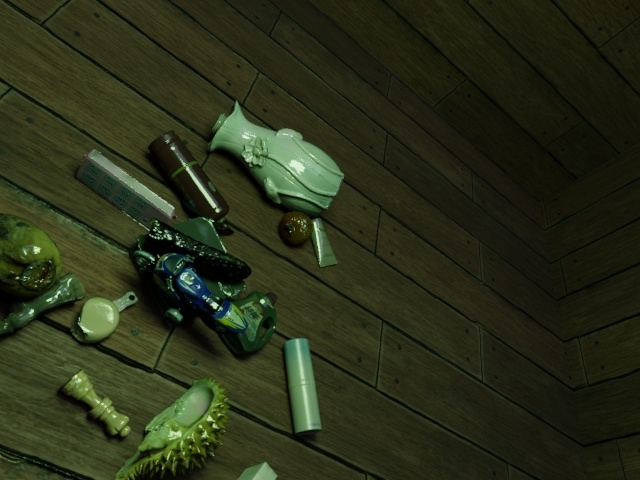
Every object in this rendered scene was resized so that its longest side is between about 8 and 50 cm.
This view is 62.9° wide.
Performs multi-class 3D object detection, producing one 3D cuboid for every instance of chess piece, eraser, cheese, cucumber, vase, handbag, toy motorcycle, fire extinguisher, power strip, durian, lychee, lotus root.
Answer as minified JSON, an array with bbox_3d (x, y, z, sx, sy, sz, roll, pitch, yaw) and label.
[{"bbox_3d":[-0.470,0.352,1.112,0.172,0.060,0.060,48,40,-8],"label":"chess piece"},{"bbox_3d":[-0.193,0.599,1.157,0.052,0.095,0.225,50,40,-3],"label":"eraser"},{"bbox_3d":[-0.504,0.166,1.219,0.092,0.047,0.171,42,41,-16],"label":"cheese"},{"bbox_3d":[-0.310,0.039,1.356,0.303,0.072,0.081,29,48,-28],"label":"cucumber"},{"bbox_3d":[-0.154,-0.267,1.738,0.445,0.250,0.250,31,44,-16],"label":"vase"},{"bbox_3d":[-0.352,0.080,1.404,0.247,0.079,0.260,-24,82,-47],"label":"handbag"},{"bbox_3d":[-0.311,0.121,1.248,0.315,0.168,0.113,43,55,-13],"label":"toy motorcycle"},{"bbox_3d":[-0.366,-0.154,1.544,0.341,0.105,0.141,55,9,-6],"label":"fire extinguisher"},{"bbox_3d":[-0.511,-0.123,1.375,0.278,0.109,0.038,38,43,-16],"label":"power strip"},{"bbox_3d":[-0.305,0.423,1.149,0.166,0.172,0.306,32,46,14],"label":"durian"},{"bbox_3d":[-0.080,-0.042,1.724,0.114,0.114,0.146,57,18,6],"label":"lychee"},{"bbox_3d":[-0.655,0.018,1.095,0.278,0.154,0.154,24,34,22],"label":"lotus root"}]

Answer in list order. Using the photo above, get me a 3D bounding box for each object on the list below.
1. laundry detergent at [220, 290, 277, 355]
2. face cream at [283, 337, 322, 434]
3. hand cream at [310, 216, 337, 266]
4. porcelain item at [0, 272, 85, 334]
[{"bbox_3d":[-0.182,0.218,1.466,0.144,0.078,0.221,55,38,-1],"label":"laundry detergent"},{"bbox_3d":[-0.052,0.402,1.449,0.077,0.077,0.250,14,54,-37],"label":"face cream"},{"bbox_3d":[0.000,0.000,1.819,0.087,0.054,0.186,-10,76,-43],"label":"hand cream"},{"bbox_3d":[-0.613,0.148,1.105,0.215,0.081,0.069,-40,109,-49],"label":"porcelain item"}]
